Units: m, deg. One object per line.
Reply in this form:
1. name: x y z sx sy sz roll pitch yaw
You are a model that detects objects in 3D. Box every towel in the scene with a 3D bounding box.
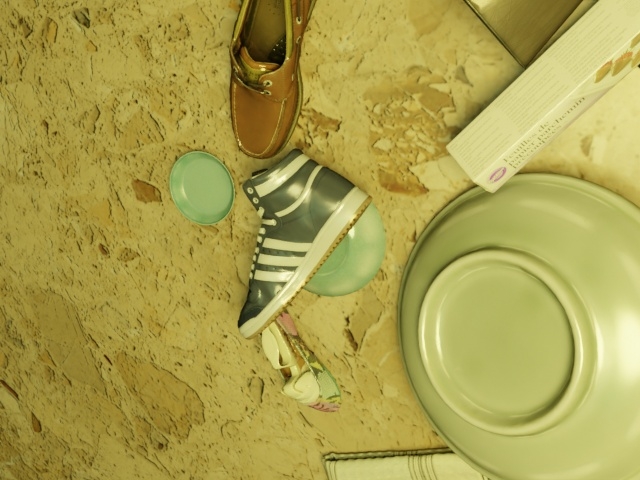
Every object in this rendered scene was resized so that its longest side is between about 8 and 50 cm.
1. towel: 0.187 0.475 0.986 0.325 0.056 0.311 -13 101 24

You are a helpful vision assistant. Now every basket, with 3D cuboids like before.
1. basket: 0.246 -0.336 0.656 0.204 0.154 0.227 42 114 -17

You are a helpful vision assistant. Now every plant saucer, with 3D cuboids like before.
1. plant saucer: -0.184 -0.084 0.979 0.120 0.021 0.119 7 108 21
2. plant saucer: 0.000 0.000 0.923 0.195 0.037 0.194 7 109 20
3. plant saucer: 0.231 0.116 0.736 0.401 0.101 0.399 0 91 44

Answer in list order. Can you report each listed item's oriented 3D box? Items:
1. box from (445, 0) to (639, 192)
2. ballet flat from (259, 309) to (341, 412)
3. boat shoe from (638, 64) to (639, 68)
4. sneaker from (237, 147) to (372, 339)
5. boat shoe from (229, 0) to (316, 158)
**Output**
1. box: 0.287 -0.189 0.691 0.324 0.063 0.067 -45 57 22
2. ballet flat: -0.047 0.195 0.979 0.077 0.079 0.221 -29 94 26
3. boat shoe: 0.450 -0.205 0.662 0.190 0.068 0.072 19 101 16
4. sneaker: -0.069 0.001 0.872 0.153 0.099 0.282 39 110 1
5. boat shoe: -0.081 -0.241 0.824 0.111 0.104 0.307 17 122 10
